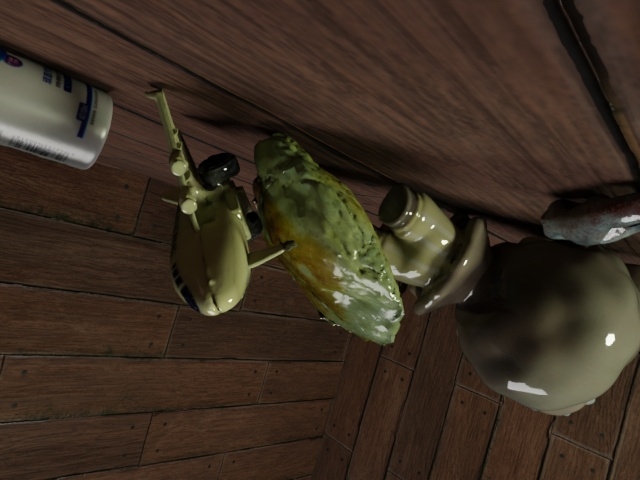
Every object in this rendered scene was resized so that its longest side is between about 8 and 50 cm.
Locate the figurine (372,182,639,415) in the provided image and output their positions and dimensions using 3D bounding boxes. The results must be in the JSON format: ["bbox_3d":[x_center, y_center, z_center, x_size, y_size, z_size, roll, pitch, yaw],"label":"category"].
[{"bbox_3d":[0.228,0.065,0.580,0.381,0.248,0.203,30,-166,-3],"label":"figurine"}]

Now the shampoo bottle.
[{"bbox_3d":[-0.354,-0.153,0.409,0.303,0.092,0.092,18,178,-41],"label":"shampoo bottle"}]

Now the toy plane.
[{"bbox_3d":[-0.105,-0.017,0.443,0.104,0.241,0.256,-25,-145,-15],"label":"toy plane"}]

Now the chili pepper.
[{"bbox_3d":[0.222,-0.017,0.365,0.050,0.041,0.153,-26,-177,-5],"label":"chili pepper"}]

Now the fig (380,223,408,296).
[{"bbox_3d":[0.160,0.016,0.762,0.128,0.150,0.128,-11,153,-6],"label":"fig"}]

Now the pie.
[{"bbox_3d":[0.005,0.008,0.527,0.106,0.257,0.274,-29,179,-10],"label":"pie"}]
